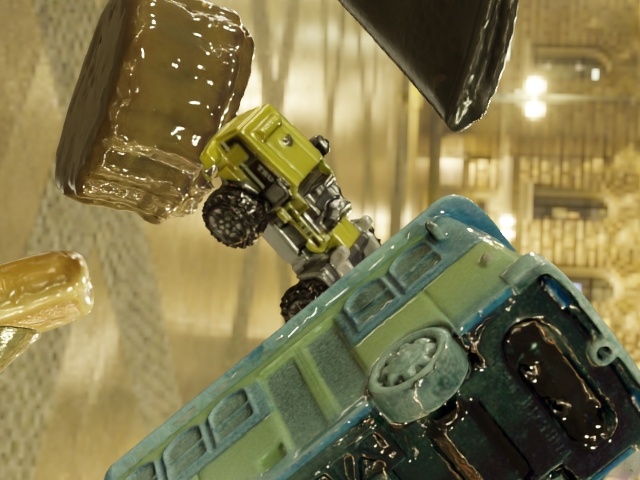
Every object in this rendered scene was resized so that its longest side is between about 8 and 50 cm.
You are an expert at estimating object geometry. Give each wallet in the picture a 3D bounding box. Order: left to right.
[{"bbox_3d":[0.062,-0.222,0.957,0.321,0.044,0.170,-123,-138,-51],"label":"wallet"}]

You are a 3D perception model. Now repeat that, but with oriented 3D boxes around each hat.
[{"bbox_3d":[-0.377,0.136,1.462,0.146,0.146,0.067,68,19,-76],"label":"hat"}]

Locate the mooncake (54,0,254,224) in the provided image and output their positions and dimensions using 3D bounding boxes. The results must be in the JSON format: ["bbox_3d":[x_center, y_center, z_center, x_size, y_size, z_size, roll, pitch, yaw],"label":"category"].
[{"bbox_3d":[-0.220,-0.183,1.793,0.324,0.187,0.324,-163,-90,-71],"label":"mooncake"}]

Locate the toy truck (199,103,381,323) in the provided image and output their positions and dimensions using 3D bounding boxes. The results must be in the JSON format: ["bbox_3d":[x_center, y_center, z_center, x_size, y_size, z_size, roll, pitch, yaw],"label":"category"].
[{"bbox_3d":[0.000,0.000,1.285,0.286,0.111,0.136,49,41,-9],"label":"toy truck"}]

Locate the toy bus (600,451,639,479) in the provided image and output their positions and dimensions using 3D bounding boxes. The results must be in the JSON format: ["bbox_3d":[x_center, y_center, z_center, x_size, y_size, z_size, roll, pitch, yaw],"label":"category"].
[{"bbox_3d":[0.217,0.175,1.346,0.317,0.138,0.112,17,93,-47],"label":"toy bus"}]

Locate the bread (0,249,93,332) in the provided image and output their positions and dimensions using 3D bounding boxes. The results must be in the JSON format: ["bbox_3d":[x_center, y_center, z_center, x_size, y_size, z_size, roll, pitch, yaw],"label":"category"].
[{"bbox_3d":[-0.456,0.092,1.802,0.142,0.305,0.091,90,-20,-61],"label":"bread"}]

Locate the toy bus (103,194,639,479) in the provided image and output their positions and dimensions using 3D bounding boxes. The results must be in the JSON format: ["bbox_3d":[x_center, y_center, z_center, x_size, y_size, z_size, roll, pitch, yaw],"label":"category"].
[{"bbox_3d":[0.030,0.133,0.822,0.152,0.312,0.190,51,1,-19],"label":"toy bus"}]
